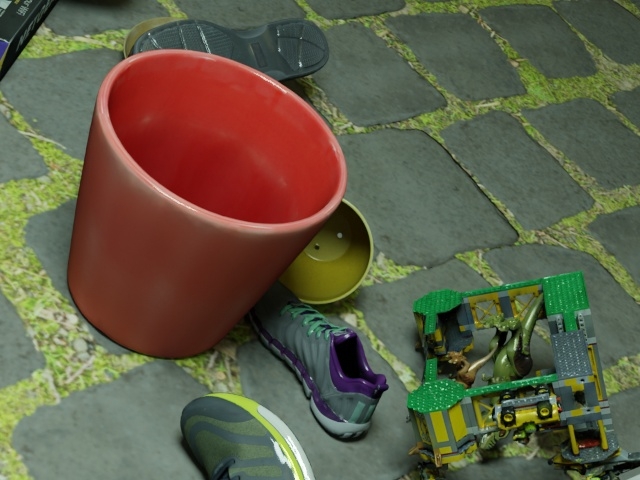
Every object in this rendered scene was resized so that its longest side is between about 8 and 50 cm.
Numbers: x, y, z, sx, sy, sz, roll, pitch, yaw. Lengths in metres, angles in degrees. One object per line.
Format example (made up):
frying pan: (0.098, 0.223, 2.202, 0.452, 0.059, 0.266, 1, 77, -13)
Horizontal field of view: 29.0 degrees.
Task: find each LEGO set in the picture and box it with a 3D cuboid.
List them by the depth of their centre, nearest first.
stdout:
LEGO set: (0.220, 0.186, 1.371, 0.255, 0.192, 0.331, -14, 21, 4)

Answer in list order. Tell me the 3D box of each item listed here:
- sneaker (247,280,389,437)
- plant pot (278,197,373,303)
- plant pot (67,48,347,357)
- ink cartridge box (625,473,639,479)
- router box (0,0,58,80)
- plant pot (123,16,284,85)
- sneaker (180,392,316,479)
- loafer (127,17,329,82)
sneaker: (0.002, 0.105, 1.369, 0.083, 0.098, 0.223, -12, 54, -42)
plant pot: (0.000, 0.000, 1.482, 0.134, 0.134, 0.095, 30, 13, 0)
plant pot: (-0.139, -0.025, 1.303, 0.275, 0.243, 0.275, 18, 38, -15)
ink cartridge box: (0.430, 0.347, 1.363, 0.278, 0.117, 0.201, -10, 52, -40)
router box: (-0.467, -0.347, 1.586, 0.243, 0.081, 0.309, 25, 37, -8)
plant pot: (-0.160, -0.220, 1.690, 0.236, 0.032, 0.236, 19, 39, -16)
sneaker: (-0.059, 0.266, 1.140, 0.121, 0.111, 0.300, -11, 51, -36)
loafer: (-0.128, -0.233, 1.647, 0.303, 0.095, 0.109, -12, 84, -37)
